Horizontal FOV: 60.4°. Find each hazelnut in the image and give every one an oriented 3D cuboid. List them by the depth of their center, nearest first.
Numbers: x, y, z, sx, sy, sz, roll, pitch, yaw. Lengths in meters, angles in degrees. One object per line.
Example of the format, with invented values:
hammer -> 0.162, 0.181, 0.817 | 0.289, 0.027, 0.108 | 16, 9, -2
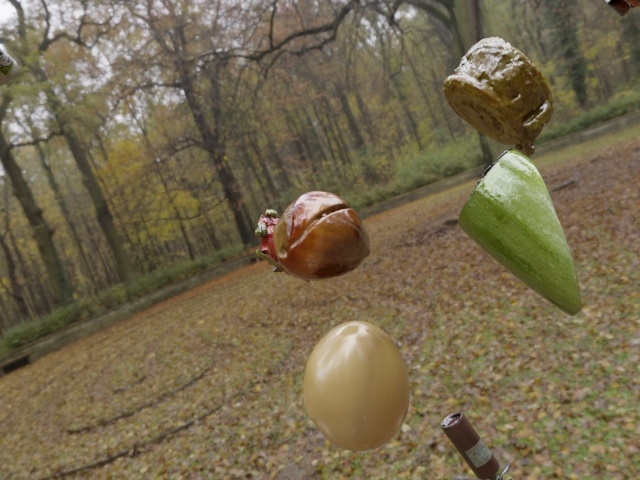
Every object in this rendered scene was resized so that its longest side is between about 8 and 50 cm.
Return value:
hazelnut -> 0.000, 0.000, 1.024 | 0.182, 0.182, 0.182 | -21, 4, 2

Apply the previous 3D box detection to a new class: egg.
egg -> 0.068, 0.266, 1.034 | 0.201, 0.244, 0.201 | 1, 22, 0

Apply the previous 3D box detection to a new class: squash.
squash -> 0.389, -0.018, 0.968 | 0.189, 0.260, 0.189 | -40, -24, -22

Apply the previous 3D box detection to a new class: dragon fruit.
dragon fruit -> -0.071, 0.010, 1.282 | 0.172, 0.160, 0.166 | 17, 19, -4

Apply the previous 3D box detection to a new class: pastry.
pastry -> 0.384, -0.307, 1.158 | 0.132, 0.235, 0.240 | -52, -21, 3

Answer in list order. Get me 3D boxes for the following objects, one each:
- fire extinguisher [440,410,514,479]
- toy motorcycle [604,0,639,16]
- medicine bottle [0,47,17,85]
fire extinguisher -> 0.419, 0.553, 1.442 | 0.099, 0.231, 0.071 | -37, -1, -22
toy motorcycle -> 0.620, -0.635, 1.228 | 0.148, 0.326, 0.221 | -47, 30, 38
medicine bottle -> -0.613, -0.364, 0.924 | 0.061, 0.092, 0.220 | -5, -24, 16
